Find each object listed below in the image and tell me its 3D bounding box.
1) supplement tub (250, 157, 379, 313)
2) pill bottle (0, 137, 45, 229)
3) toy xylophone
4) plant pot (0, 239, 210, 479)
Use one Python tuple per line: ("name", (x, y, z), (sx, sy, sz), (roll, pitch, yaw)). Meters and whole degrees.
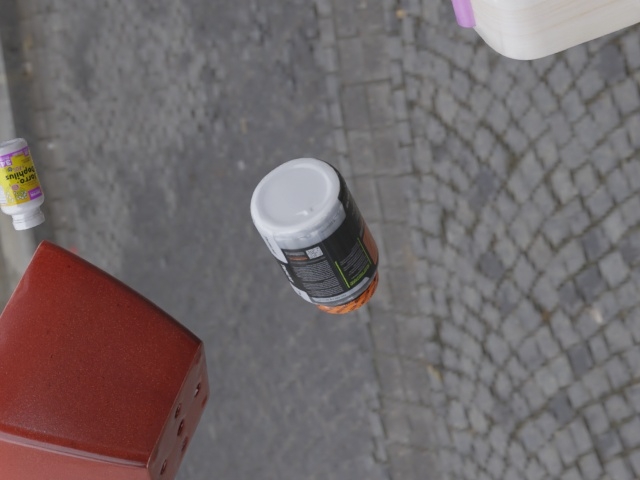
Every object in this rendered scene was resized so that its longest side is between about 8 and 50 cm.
("supplement tub", (0.000, 0.000, 1.679), (0.117, 0.117, 0.190), (48, 171, 40))
("pill bottle", (-0.294, -0.054, 1.363), (0.043, 0.043, 0.083), (11, 120, 57))
("toy xylophone", (0.261, -0.270, 1.183), (0.236, 0.323, 0.081), (80, 174, -56))
("plant pot", (-0.283, 0.200, 1.793), (0.236, 0.267, 0.267), (17, 151, 9))
